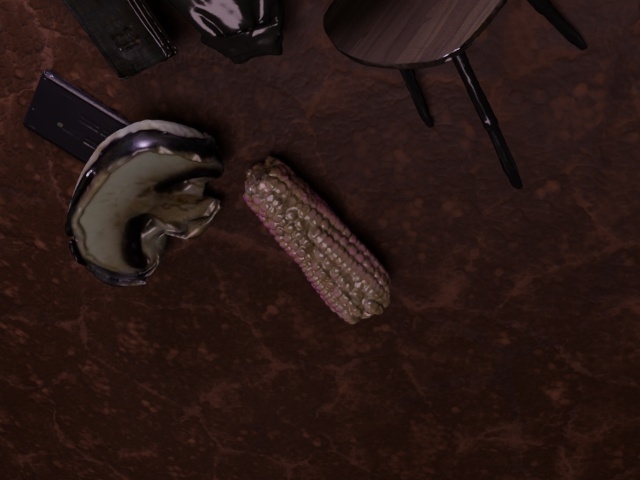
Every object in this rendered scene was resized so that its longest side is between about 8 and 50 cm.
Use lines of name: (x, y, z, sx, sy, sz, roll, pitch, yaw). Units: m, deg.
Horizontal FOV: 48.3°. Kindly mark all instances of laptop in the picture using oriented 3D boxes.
laptop: (-0.411, -0.191, 1.234, 0.197, 0.016, 0.135, 33, 126, -11)

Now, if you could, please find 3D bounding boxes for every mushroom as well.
mushroom: (-0.300, -0.074, 1.233, 0.247, 0.130, 0.344, 9, 133, -25)

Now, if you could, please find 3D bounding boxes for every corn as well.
corn: (-0.001, 0.000, 1.223, 0.126, 0.127, 0.335, -28, 111, 27)

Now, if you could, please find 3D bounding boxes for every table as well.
table: (0.188, -0.250, 0.962, 0.317, 0.317, 0.249, -24, 131, 25)

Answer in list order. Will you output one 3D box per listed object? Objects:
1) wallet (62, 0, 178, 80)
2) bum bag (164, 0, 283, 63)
wallet: (-0.343, -0.384, 1.031, 0.169, 0.044, 0.317, -3, 126, 48)
bum bag: (-0.177, -0.375, 1.014, 0.326, 0.080, 0.142, 44, 115, -4)
